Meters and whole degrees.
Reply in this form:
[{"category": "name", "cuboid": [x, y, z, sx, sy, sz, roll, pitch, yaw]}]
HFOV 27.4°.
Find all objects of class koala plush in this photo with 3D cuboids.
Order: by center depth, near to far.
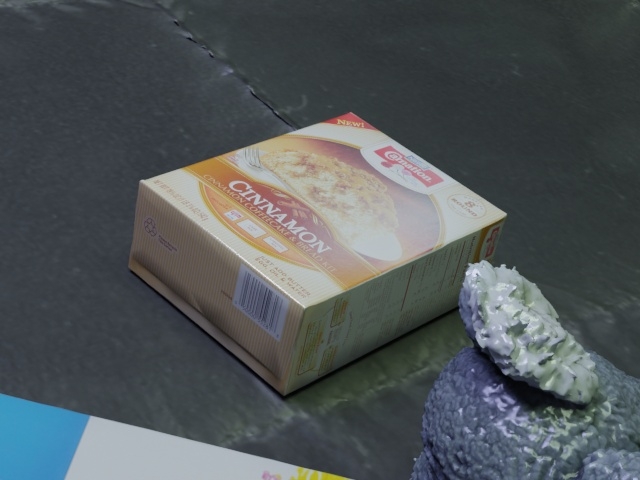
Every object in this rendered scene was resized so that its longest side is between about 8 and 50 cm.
[{"category": "koala plush", "cuboid": [0.126, 0.121, 0.586, 0.203, 0.196, 0.221, -24, 53, -29]}]

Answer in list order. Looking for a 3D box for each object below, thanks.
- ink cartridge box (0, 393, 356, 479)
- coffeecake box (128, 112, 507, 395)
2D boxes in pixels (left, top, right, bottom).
[{"category": "ink cartridge box", "cuboid": [-0.041, 0.186, 0.438, 0.233, 0.171, 0.168, 13, 34, 0]}, {"category": "coffeecake box", "cuboid": [0.000, 0.000, 0.812, 0.142, 0.068, 0.185, 36, 39, 30]}]
